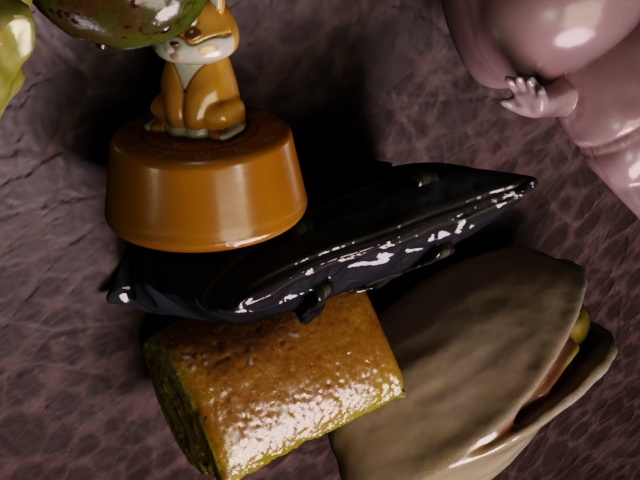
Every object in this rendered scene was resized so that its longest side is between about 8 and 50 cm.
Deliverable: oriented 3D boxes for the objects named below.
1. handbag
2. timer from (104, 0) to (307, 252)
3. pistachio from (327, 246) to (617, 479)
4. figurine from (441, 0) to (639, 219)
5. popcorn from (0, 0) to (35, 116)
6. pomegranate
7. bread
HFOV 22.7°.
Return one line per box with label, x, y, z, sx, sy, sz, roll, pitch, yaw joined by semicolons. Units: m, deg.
handbag;0.000;0.000;1.118;0.254;0.211;0.088;-22;100;-28
timer;-0.077;-0.086;1.005;0.132;0.132;0.152;-18;118;-31
pistachio;0.126;0.116;1.354;0.288;0.197;0.166;-37;112;-19
figurine;0.183;-0.132;1.131;0.176;0.186;0.287;-47;113;-10
popcorn;-0.245;-0.102;0.736;0.255;0.195;0.256;-26;146;-39
pomegranate;-0.106;-0.174;0.870;0.114;0.114;0.142;8;98;-50
bread;-0.039;0.097;1.229;0.172;0.132;0.103;-25;-175;-22
